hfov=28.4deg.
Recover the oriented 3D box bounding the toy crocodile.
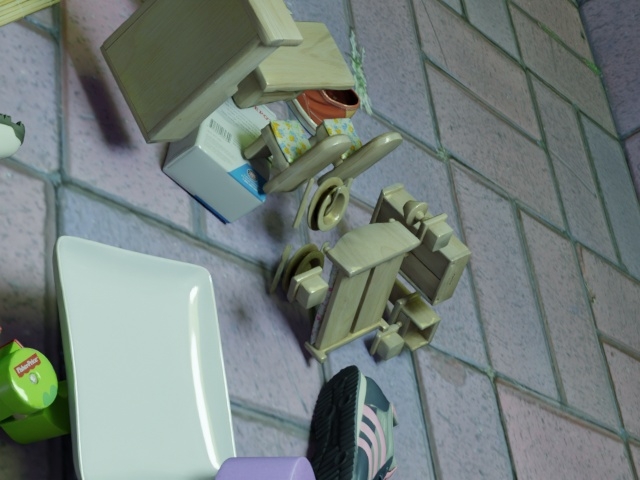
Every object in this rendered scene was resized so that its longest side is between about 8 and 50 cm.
[{"bbox_3d":[-0.377,0.108,1.291,0.340,0.115,0.105,43,34,-31],"label":"toy crocodile"}]

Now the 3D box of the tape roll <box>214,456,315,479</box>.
[{"bbox_3d":[-0.060,0.382,1.423,0.275,0.090,0.275,-3,90,-82],"label":"tape roll"}]

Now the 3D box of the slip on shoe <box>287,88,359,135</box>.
[{"bbox_3d":[-0.052,-0.325,2.148,0.331,0.101,0.123,52,33,-12],"label":"slip on shoe"}]

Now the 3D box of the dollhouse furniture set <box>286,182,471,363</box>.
[{"bbox_3d":[0.031,0.066,1.917,0.355,0.303,0.174,-22,54,-35],"label":"dollhouse furniture set"}]

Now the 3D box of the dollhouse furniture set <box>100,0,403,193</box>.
[{"bbox_3d":[-0.067,-0.280,1.780,0.394,0.256,0.362,-11,70,-53],"label":"dollhouse furniture set"}]

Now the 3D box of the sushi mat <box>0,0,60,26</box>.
[{"bbox_3d":[-0.460,-0.338,1.635,0.151,0.019,0.316,55,31,-8],"label":"sushi mat"}]

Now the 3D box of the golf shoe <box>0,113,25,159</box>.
[{"bbox_3d":[-0.438,-0.080,1.395,0.273,0.105,0.120,-14,92,-53],"label":"golf shoe"}]

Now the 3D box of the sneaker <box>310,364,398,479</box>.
[{"bbox_3d":[0.056,0.319,1.756,0.131,0.112,0.319,43,36,-23],"label":"sneaker"}]

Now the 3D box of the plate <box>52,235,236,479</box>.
[{"bbox_3d":[-0.203,0.148,1.432,0.277,0.045,0.278,16,61,-56],"label":"plate"}]

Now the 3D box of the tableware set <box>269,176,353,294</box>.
[{"bbox_3d":[0.000,0.000,1.884,0.039,0.194,0.128,28,16,26],"label":"tableware set"}]

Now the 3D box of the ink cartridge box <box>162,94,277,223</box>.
[{"bbox_3d":[-0.143,-0.142,1.875,0.139,0.082,0.191,40,35,-27],"label":"ink cartridge box"}]
